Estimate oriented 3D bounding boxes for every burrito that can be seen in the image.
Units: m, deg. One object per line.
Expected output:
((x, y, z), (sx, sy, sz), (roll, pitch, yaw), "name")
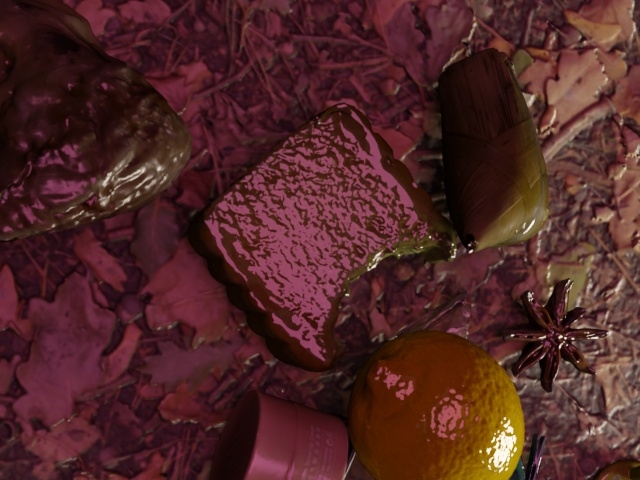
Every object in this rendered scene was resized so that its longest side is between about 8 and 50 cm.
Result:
((0.121, 0.117, 1.469), (0.149, 0.041, 0.055), (-34, 96, -12), "burrito")

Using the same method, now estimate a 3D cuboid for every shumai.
((-0.310, -0.140, 1.259), (0.346, 0.217, 0.283), (-12, 92, -14), "shumai")

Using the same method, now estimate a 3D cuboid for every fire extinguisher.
((0.019, 0.251, 1.445), (0.046, 0.032, 0.100), (19, 81, -50), "fire extinguisher")

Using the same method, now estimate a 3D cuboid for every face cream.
((-0.048, 0.245, 1.357), (0.104, 0.149, 0.149), (20, 82, -16), "face cream")

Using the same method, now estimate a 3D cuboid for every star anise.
((0.274, 0.115, 1.516), (0.141, 0.042, 0.141), (0, 89, -20), "star anise")

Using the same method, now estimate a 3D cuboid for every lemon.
((0.127, 0.196, 1.370), (0.187, 0.187, 0.244), (-52, 128, -12), "lemon")

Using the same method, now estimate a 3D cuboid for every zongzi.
((0.171, -0.099, 1.402), (0.115, 0.256, 0.228), (-15, 89, 26), "zongzi")

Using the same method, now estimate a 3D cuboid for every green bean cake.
((0.000, 0.000, 1.395), (0.236, 0.124, 0.233), (-41, 98, -15), "green bean cake")

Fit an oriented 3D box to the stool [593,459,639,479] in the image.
((0.392, 0.322, 1.508), (0.135, 0.110, 0.134), (10, 86, -15), "stool")

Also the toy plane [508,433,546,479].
((0.200, 0.329, 1.481), (0.096, 0.060, 0.235), (25, 76, -28), "toy plane")
